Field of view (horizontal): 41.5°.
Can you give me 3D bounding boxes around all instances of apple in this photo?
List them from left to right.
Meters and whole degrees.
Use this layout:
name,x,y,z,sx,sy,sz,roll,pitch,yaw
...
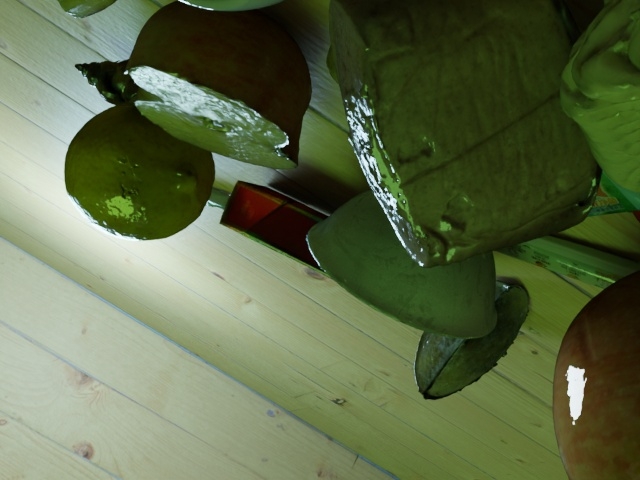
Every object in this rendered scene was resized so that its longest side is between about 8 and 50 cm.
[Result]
name,x,y,z,sx,sy,sz,roll,pitch,yaw
apple,-0.118,-0.223,1.127,0.251,0.163,0.293,20,171,-4
apple,0.469,0.201,0.970,0.391,0.391,0.346,28,151,4

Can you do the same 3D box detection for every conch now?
name,x,y,z,sx,sy,sz,roll,pitch,yaw
conch,-0.282,-0.252,1.382,0.232,0.080,0.086,10,-169,-2

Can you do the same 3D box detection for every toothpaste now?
name,x,y,z,sx,sy,sz,roll,pitch,yaw
toothpaste,0.365,0.030,1.232,0.314,0.058,0.056,21,-162,30

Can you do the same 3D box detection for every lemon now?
name,x,y,z,sx,sy,sz,roll,pitch,yaw
lemon,-0.317,-0.119,1.478,0.267,0.267,0.267,25,157,11

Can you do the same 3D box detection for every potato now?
name,x,y,z,sx,sy,sz,roll,pitch,yaw
potato,0.266,0.163,1.503,0.120,0.261,0.100,23,-160,-40

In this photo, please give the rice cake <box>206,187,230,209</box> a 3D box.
name,x,y,z,sx,sy,sz,roll,pitch,yaw
rice cake,-0.261,-0.097,1.721,0.180,0.042,0.030,18,158,27

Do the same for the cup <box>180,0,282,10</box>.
name,x,y,z,sx,sy,sz,roll,pitch,yaw
cup,-0.030,-0.328,0.593,0.212,0.317,0.212,25,157,12

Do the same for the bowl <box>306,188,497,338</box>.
name,x,y,z,sx,sy,sz,roll,pitch,yaw
bowl,0.148,-0.005,1.245,0.313,0.146,0.313,20,-159,-8

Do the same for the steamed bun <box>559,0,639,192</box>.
name,x,y,z,sx,sy,sz,roll,pitch,yaw
steamed bun,0.342,-0.162,0.671,0.275,0.203,0.289,12,167,18

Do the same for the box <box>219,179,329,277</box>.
name,x,y,z,sx,sy,sz,roll,pitch,yaw
box,0.001,0.000,1.461,0.313,0.089,0.197,26,-174,8

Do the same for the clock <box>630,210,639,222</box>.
name,x,y,z,sx,sy,sz,roll,pitch,yaw
clock,0.451,-0.035,0.979,0.113,0.061,0.155,31,162,-19

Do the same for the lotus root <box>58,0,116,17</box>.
name,x,y,z,sx,sy,sz,roll,pitch,yaw
lotus root,-0.310,-0.381,1.120,0.135,0.095,0.159,5,129,31

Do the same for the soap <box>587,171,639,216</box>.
name,x,y,z,sx,sy,sz,roll,pitch,yaw
soap,0.278,-0.092,1.038,0.156,0.077,0.293,39,155,-23

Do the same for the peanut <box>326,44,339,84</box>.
name,x,y,z,sx,sy,sz,roll,pitch,yaw
peanut,0.111,-0.184,1.008,0.226,0.108,0.095,29,162,5

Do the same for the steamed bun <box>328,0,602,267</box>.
name,x,y,z,sx,sy,sz,roll,pitch,yaw
steamed bun,0.136,-0.137,0.872,0.199,0.251,0.301,-140,29,-67
